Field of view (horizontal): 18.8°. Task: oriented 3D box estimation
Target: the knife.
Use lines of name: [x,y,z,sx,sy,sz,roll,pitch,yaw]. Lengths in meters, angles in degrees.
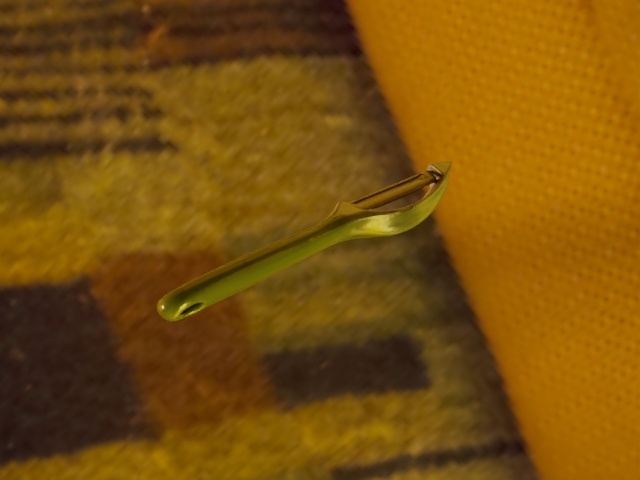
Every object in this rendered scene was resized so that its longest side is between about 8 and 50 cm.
knife: [0.000,0.000,0.867,0.184,0.022,0.026,-25,66,-37]
